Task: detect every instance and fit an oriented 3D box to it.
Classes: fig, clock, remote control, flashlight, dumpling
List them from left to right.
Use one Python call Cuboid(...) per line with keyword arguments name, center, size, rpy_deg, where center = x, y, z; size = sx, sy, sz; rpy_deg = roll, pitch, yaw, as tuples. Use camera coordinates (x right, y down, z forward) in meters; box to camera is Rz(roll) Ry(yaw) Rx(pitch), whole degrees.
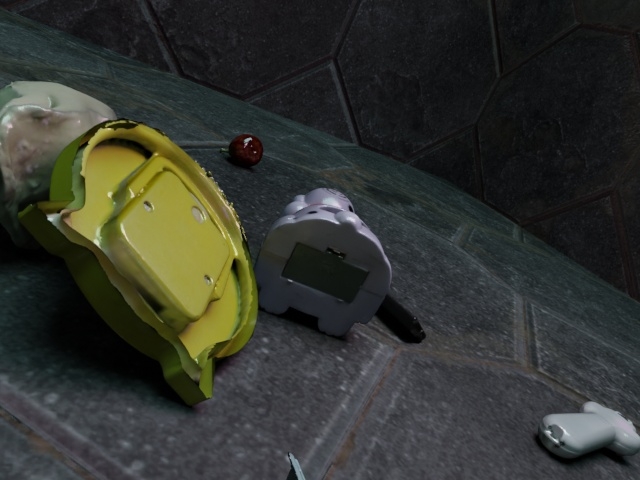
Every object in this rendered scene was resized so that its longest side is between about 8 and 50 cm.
Cuboid(name="dumpling", center=(-0.314, -0.084, 0.634), size=(0.147, 0.193, 0.258), rpy_deg=(19, 1, -7))
Cuboid(name="clock", center=(-0.173, 0.008, 0.591), size=(0.277, 0.071, 0.293), rpy_deg=(58, 20, -15))
Cuboid(name="fig", center=(-0.212, -0.237, 1.445), size=(0.089, 0.088, 0.125), rpy_deg=(8, 2, -45))
Cuboid(name="clock", center=(-0.001, 0.003, 0.833), size=(0.189, 0.188, 0.254), rpy_deg=(22, 18, -11))
Cuboid(name="remote control", center=(0.091, 0.087, 0.941), size=(0.245, 0.025, 0.063), rpy_deg=(41, -6, 44))
Cuboid(name="flashlight", center=(0.378, 0.274, 0.777), size=(0.201, 0.047, 0.093), rpy_deg=(8, 23, -37))

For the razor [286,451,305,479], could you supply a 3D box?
Cuboid(name="razor", center=(-0.100, 0.195, 0.333), size=(0.232, 0.068, 0.106), rpy_deg=(10, 22, -29))
